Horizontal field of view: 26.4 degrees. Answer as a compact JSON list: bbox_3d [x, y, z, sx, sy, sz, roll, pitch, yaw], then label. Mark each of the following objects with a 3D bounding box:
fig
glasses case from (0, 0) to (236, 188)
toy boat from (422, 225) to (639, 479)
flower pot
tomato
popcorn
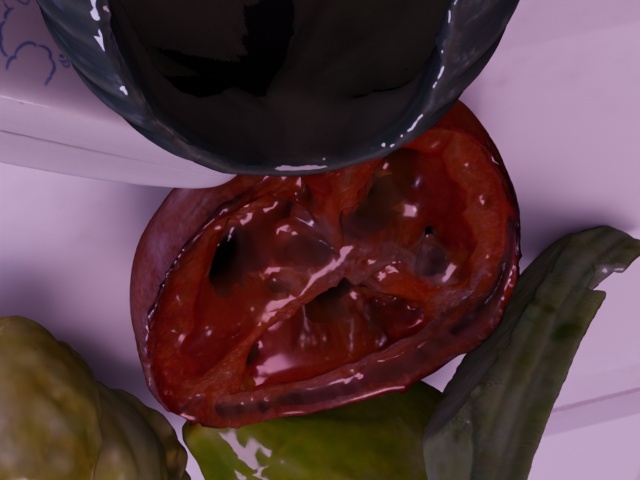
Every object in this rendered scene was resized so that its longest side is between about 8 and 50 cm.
[{"bbox_3d":[0.004,0.160,0.876,0.206,0.206,0.275,-25,144,11],"label":"fig"},{"bbox_3d":[-0.126,-0.077,0.577,0.233,0.092,0.059,13,138,-35],"label":"glasses case"},{"bbox_3d":[0.123,0.070,0.801,0.055,0.293,0.093,42,129,-1],"label":"toy boat"},{"bbox_3d":[-0.016,-0.130,0.484,0.189,0.157,0.243,-1,147,-1],"label":"flower pot"},{"bbox_3d":[0.000,-0.002,0.740,0.228,0.101,0.228,-16,142,-13],"label":"tomato"},{"bbox_3d":[-0.203,0.167,0.827,0.225,0.173,0.286,-15,146,10],"label":"popcorn"}]
